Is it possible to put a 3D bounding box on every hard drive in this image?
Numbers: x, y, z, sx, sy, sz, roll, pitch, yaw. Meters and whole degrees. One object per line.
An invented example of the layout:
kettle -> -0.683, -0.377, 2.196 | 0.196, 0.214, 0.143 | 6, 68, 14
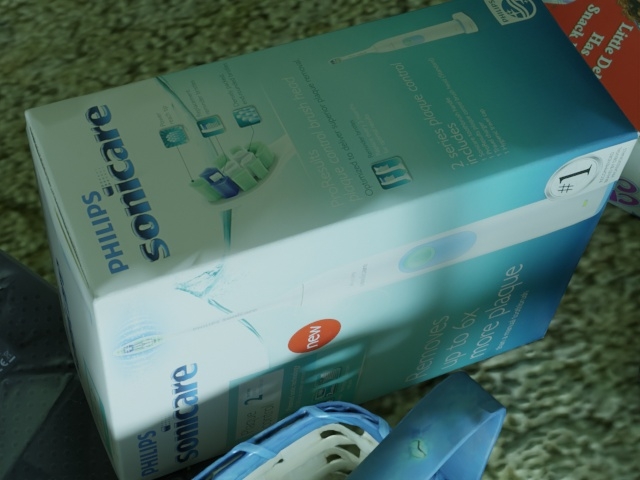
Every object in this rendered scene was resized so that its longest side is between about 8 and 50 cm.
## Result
hard drive -> -0.183, 0.132, 0.734 | 0.254, 0.054, 0.172 | 37, 72, 21

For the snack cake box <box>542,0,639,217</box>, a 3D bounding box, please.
snack cake box -> 0.237, -0.162, 0.829 | 0.152, 0.089, 0.264 | 30, 69, 17

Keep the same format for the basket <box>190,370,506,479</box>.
basket -> -0.017, 0.200, 0.549 | 0.255, 0.289, 0.201 | -40, 71, -18

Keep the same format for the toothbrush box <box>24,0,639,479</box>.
toothbrush box -> 0.000, 0.000, 0.664 | 0.295, 0.216, 0.126 | -16, 58, -17
